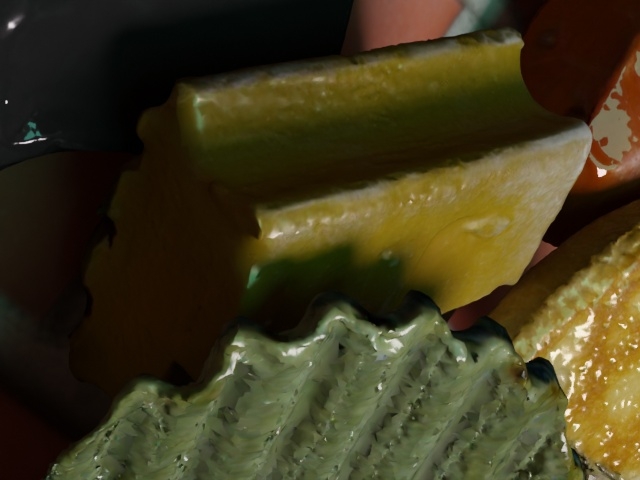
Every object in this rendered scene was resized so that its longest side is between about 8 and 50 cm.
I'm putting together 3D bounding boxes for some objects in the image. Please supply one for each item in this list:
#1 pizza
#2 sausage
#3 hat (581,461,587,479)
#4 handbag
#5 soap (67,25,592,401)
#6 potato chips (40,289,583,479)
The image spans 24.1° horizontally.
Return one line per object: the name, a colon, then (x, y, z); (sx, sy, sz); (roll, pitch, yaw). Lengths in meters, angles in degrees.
pizza: (0.219, 0.111, 1.113); (0.280, 0.075, 0.288); (-24, 121, -23)
sausage: (0.220, -0.120, 1.144); (0.268, 0.153, 0.141); (-56, 140, -9)
hat: (0.139, 0.258, 1.231); (0.257, 0.130, 0.257); (-20, 120, -38)
handbag: (-0.111, -0.135, 0.867); (0.332, 0.075, 0.192); (-11, 125, -42)
soap: (0.000, 0.000, 0.957); (0.281, 0.143, 0.259); (-18, 151, -37)
potato chips: (-0.002, 0.172, 0.945); (0.358, 0.070, 0.429); (0, 141, -15)
